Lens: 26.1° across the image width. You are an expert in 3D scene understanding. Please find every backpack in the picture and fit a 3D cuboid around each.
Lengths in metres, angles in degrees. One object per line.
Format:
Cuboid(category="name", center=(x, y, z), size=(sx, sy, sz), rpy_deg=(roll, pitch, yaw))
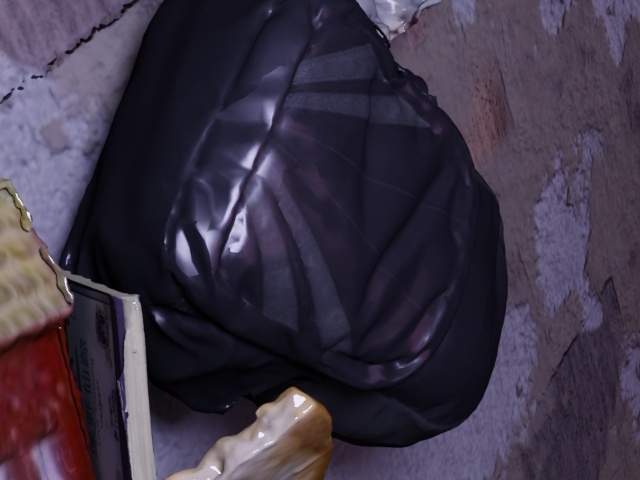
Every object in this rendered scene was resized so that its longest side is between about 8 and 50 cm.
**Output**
Cuboid(category="backpack", center=(0.000, 0.000, 1.152), size=(0.446, 0.255, 0.363), rpy_deg=(40, 61, -39))

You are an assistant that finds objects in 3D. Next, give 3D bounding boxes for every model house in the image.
Cuboid(category="model house", center=(-0.263, 0.076, 0.841), size=(0.196, 0.160, 0.253), rpy_deg=(-22, 107, -54))

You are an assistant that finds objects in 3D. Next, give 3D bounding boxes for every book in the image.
Cuboid(category="book", center=(-0.163, 0.100, 0.941), size=(0.026, 0.231, 0.157), rpy_deg=(-7, 99, -26))

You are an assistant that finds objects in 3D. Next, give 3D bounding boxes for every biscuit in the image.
Cuboid(category="biscuit", center=(-0.104, 0.241, 1.071), size=(0.309, 0.040, 0.204), rpy_deg=(-42, 155, -5))

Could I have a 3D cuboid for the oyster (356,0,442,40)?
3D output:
Cuboid(category="oyster", center=(0.022, -0.311, 1.296), size=(0.238, 0.115, 0.351), rpy_deg=(58, 41, -28))
